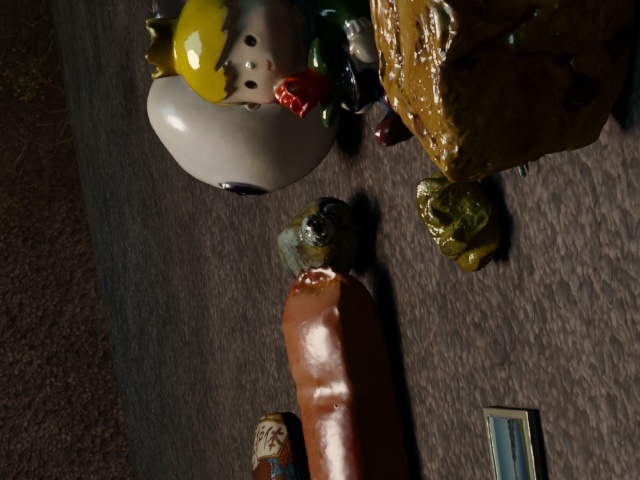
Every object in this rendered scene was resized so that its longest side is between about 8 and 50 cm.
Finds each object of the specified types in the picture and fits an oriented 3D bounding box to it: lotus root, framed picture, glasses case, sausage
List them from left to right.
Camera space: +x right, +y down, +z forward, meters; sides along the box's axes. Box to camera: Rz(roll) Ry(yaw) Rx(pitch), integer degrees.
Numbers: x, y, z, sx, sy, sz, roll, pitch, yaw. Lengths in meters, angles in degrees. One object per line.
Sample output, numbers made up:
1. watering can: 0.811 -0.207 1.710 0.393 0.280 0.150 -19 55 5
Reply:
1. glasses case: -0.024 0.356 2.217 0.122 0.082 0.321 117 143 -70
2. lotus root: 0.003 0.000 1.923 0.165 0.088 0.088 116 144 -73
3. sausage: 0.035 0.194 1.874 0.097 0.094 0.348 -15 82 46
4. framed picture: 0.162 0.208 1.549 0.109 0.011 0.149 163 98 -76

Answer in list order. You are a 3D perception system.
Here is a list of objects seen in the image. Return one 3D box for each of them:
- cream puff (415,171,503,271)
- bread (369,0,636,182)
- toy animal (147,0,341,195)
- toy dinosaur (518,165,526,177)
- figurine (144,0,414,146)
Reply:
1. cream puff: 0.115 -0.019 1.537 0.058 0.083 0.083 -39 32 21
2. bread: 0.118 -0.146 1.276 0.158 0.143 0.149 -113 14 -47
3. toy animal: -0.075 -0.183 1.895 0.212 0.213 0.266 -114 28 -49
4. toy dinosaur: 0.147 -0.088 1.438 0.062 0.021 0.083 87 171 -79
5. figurine: -0.030 -0.153 1.666 0.127 0.234 0.185 108 151 -52
